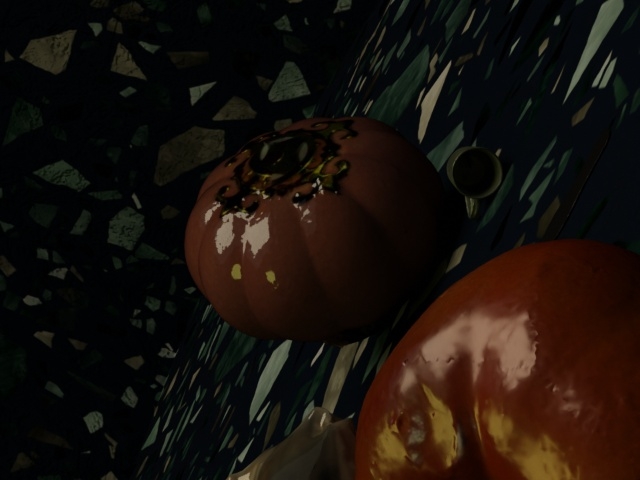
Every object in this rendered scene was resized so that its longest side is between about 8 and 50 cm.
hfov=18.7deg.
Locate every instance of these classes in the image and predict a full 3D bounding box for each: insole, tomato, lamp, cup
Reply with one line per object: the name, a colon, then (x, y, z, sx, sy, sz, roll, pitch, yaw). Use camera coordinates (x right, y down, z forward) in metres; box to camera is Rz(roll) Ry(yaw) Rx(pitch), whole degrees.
insole: (0.226, -0.040, 1.742, 0.135, 0.002, 0.045, -63, 9, 10)
tomato: (0.141, 0.129, 1.006, 0.180, 0.260, 0.260, -20, -23, -37)
lamp: (0.000, 0.000, 2.217, 0.305, 0.305, 0.239, -74, -32, -51)
cup: (0.168, -0.066, 2.081, 0.054, 0.075, 0.083, -27, 6, 0)

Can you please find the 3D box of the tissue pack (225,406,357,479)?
tissue pack: (-0.023, 0.349, 1.144, 0.375, 0.195, 0.390, 105, 166, -48)
